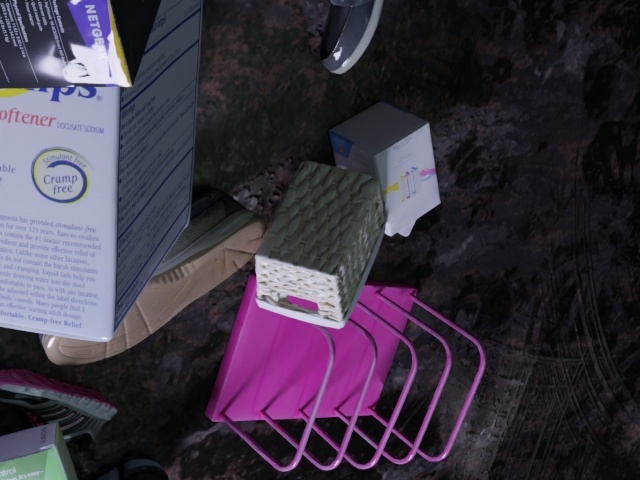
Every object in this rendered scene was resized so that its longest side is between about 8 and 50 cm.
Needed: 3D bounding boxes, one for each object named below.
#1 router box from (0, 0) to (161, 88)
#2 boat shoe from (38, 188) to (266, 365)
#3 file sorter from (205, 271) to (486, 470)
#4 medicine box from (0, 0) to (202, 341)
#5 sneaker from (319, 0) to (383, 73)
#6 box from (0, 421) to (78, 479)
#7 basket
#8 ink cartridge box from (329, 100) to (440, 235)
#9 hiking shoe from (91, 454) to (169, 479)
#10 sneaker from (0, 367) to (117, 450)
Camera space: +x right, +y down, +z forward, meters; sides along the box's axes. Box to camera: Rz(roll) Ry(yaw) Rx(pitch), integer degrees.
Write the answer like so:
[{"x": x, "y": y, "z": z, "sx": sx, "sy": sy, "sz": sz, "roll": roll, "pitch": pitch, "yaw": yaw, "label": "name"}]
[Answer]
[{"x": -0.228, "y": -0.233, "z": 0.799, "sx": 0.081, "sy": 0.243, "sz": 0.308, "roll": 82, "pitch": 11, "yaw": -46, "label": "router box"}, {"x": -0.192, "y": 0.034, "z": 1.215, "sx": 0.285, "sy": 0.092, "sz": 0.102, "roll": -34, "pitch": 150, "yaw": -25, "label": "boat shoe"}, {"x": 0.042, "y": 0.176, "z": 1.427, "sx": 0.291, "sy": 0.182, "sz": 0.202, "roll": 6, "pitch": 109, "yaw": -42, "label": "file sorter"}, {"x": -0.212, "y": -0.102, "z": 0.988, "sx": 0.263, "sy": 0.149, "sz": 0.289, "roll": -69, "pitch": 166, "yaw": -66, "label": "medicine box"}, {"x": 0.011, "y": -0.299, "z": 1.230, "sx": 0.118, "sy": 0.083, "sz": 0.222, "roll": 8, "pitch": 115, "yaw": -23, "label": "sneaker"}, {"x": -0.351, "y": 0.366, "z": 1.189, "sx": 0.232, "sy": 0.058, "sz": 0.321, "roll": -14, "pitch": 115, "yaw": -6, "label": "box"}, {"x": 0.000, "y": 0.000, "z": 1.290, "sx": 0.103, "sy": 0.113, "sz": 0.167, "roll": 83, "pitch": 26, "yaw": -52, "label": "basket"}, {"x": 0.083, "y": -0.083, "z": 1.384, "sx": 0.090, "sy": 0.092, "sz": 0.143, "roll": -33, "pitch": 132, "yaw": -24, "label": "ink cartridge box"}, {"x": -0.287, "y": 0.379, "z": 1.291, "sx": 0.304, "sy": 0.132, "sz": 0.113, "roll": -39, "pitch": 132, "yaw": -18, "label": "hiking shoe"}, {"x": -0.303, "y": 0.193, "z": 1.225, "sx": 0.170, "sy": 0.063, "sz": 0.074, "roll": 29, "pitch": 87, "yaw": -50, "label": "sneaker"}]
